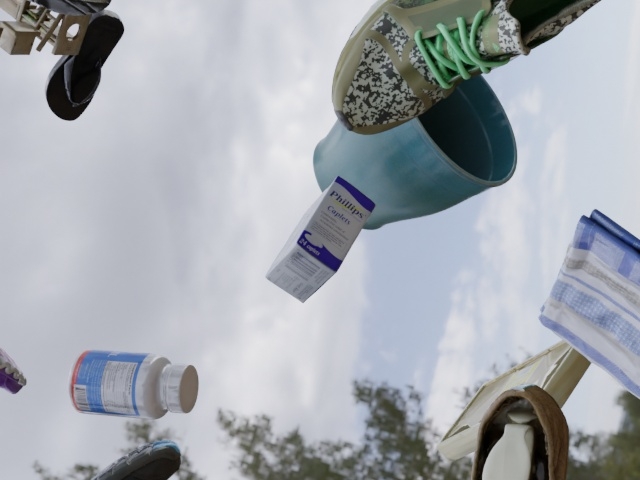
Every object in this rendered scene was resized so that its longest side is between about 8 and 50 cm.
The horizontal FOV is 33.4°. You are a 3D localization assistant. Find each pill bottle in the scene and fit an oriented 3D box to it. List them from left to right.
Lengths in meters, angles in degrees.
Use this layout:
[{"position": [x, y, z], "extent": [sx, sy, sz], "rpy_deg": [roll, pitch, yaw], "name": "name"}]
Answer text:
[{"position": [-0.345, 0.270, 1.987], "extent": [0.124, 0.222, 0.124], "rpy_deg": [2, -90, -74], "name": "pill bottle"}]

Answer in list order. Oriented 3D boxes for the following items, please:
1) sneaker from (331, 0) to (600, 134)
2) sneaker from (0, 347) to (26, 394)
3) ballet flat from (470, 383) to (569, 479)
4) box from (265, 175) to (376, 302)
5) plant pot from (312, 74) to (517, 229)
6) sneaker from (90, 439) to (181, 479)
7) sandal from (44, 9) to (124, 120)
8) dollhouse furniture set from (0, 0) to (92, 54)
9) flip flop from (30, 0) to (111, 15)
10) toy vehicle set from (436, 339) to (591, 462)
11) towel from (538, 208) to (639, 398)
[{"position": [0.185, -0.255, 1.269], "extent": [0.158, 0.410, 0.182], "rpy_deg": [50, -165, -21], "name": "sneaker"}, {"position": [-0.536, 0.178, 1.545], "extent": [0.236, 0.095, 0.104], "rpy_deg": [39, -98, -44], "name": "sneaker"}, {"position": [0.177, 0.296, 1.011], "extent": [0.124, 0.116, 0.342], "rpy_deg": [48, -130, -59], "name": "ballet flat"}, {"position": [0.000, 0.000, 1.507], "extent": [0.137, 0.072, 0.126], "rpy_deg": [-59, 8, -33], "name": "box"}, {"position": [0.134, -0.149, 1.733], "extent": [0.272, 0.255, 0.271], "rpy_deg": [28, -136, -32], "name": "plant pot"}, {"position": [-0.324, 0.429, 1.564], "extent": [0.341, 0.139, 0.125], "rpy_deg": [-40, -3, -1], "name": "sneaker"}, {"position": [-0.453, -0.324, 2.025], "extent": [0.097, 0.054, 0.254], "rpy_deg": [6, -47, -35], "name": "sandal"}, {"position": [-0.516, -0.406, 1.826], "extent": [0.161, 0.182, 0.101], "rpy_deg": [-16, -42, -56], "name": "dollhouse furniture set"}, {"position": [-0.462, -0.431, 1.723], "extent": [0.112, 0.277, 0.080], "rpy_deg": [55, -129, -62], "name": "flip flop"}, {"position": [0.298, 0.235, 1.610], "extent": [0.166, 0.035, 0.267], "rpy_deg": [-43, 0, -40], "name": "toy vehicle set"}, {"position": [0.374, 0.093, 1.304], "extent": [0.034, 0.209, 0.285], "rpy_deg": [-44, -20, -21], "name": "towel"}]
